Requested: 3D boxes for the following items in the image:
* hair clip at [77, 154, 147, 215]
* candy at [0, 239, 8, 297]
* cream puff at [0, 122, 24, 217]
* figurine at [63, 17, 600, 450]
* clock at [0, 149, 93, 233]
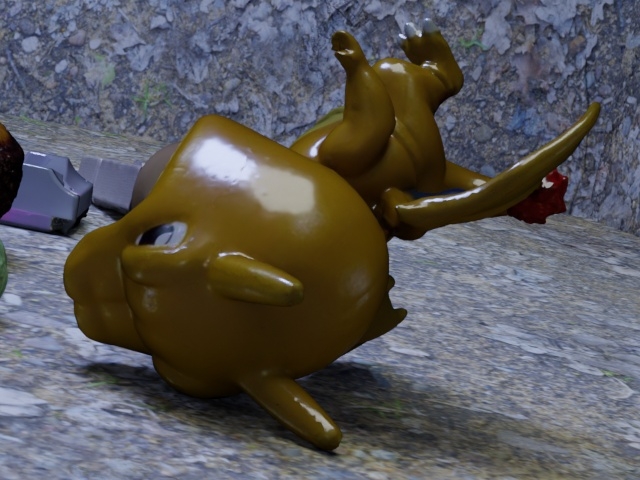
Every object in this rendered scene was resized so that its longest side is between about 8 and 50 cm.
[{"bbox_3d":[-0.272,-0.078,2.261,0.101,0.085,0.331,11,5,-25],"label":"hair clip"},{"bbox_3d":[-0.329,0.052,1.263,0.092,0.093,0.335,19,16,-3],"label":"candy"},{"bbox_3d":[-0.441,-0.083,1.657,0.239,0.164,0.239,27,12,-6],"label":"cream puff"},{"bbox_3d":[0.013,-0.022,1.319,0.387,0.268,0.401,-40,7,-40],"label":"figurine"},{"bbox_3d":[-0.426,-0.078,2.026,0.253,0.083,0.186,11,7,-4],"label":"clock"}]
